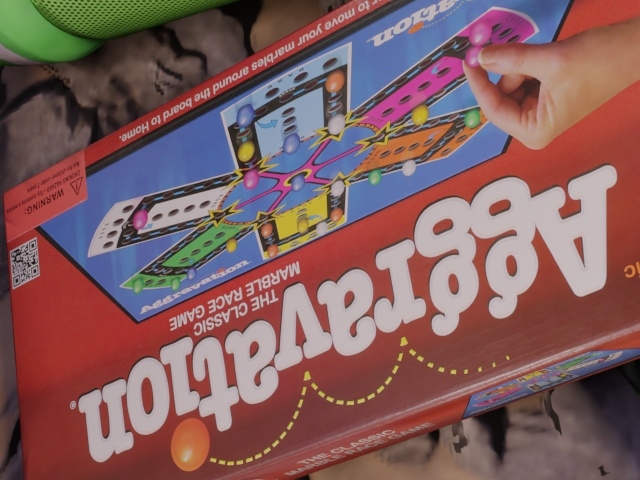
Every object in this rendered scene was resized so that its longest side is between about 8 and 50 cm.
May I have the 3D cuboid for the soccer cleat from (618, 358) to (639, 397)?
[{"bbox_3d":[0.130,0.049,0.443,0.072,0.060,0.178,-30,55,29],"label":"soccer cleat"}]

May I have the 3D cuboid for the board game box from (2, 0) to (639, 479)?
[{"bbox_3d":[0.000,0.000,0.513,0.281,0.027,0.145,-25,63,32],"label":"board game box"}]

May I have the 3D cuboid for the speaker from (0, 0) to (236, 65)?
[{"bbox_3d":[-0.014,-0.149,0.534,0.297,0.131,0.131,-13,68,25],"label":"speaker"}]
